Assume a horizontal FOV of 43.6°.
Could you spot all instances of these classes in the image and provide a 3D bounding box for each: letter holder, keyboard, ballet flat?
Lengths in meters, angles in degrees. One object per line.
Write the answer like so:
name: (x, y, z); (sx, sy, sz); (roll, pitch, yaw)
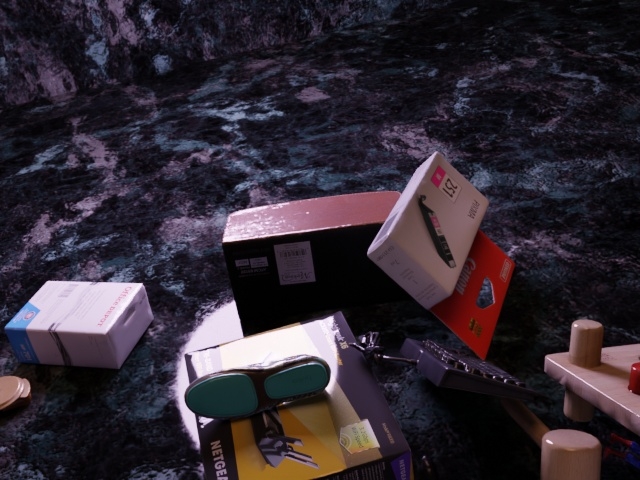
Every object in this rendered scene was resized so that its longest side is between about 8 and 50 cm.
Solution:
letter holder: (0.000, 0.000, 1.389); (0.302, 0.152, 0.214); (-7, 28, 4)
keyboard: (0.143, 0.150, 1.013); (0.202, 0.033, 0.317); (10, -2, -2)
ballet flat: (-0.079, 0.186, 1.029); (0.189, 0.070, 0.070); (-8, 30, -1)

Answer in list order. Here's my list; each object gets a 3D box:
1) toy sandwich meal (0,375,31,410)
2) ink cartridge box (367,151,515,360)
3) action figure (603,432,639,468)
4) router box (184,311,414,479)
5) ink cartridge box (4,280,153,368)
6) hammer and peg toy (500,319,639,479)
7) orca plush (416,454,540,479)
toy sandwich meal: (-0.489, 0.242, 1.235); (0.086, 0.029, 0.085); (-10, 33, 7)
ink cartridge box: (0.213, 0.016, 1.236); (0.060, 0.239, 0.275); (-44, 7, 39)
action figure: (0.396, 0.266, 0.942); (0.115, 0.030, 0.038); (19, 46, 32)
router box: (-0.041, 0.236, 1.064); (0.243, 0.081, 0.309); (-14, 31, -9)
ink cartridge box: (-0.398, 0.137, 1.331); (0.191, 0.082, 0.139); (2, 32, 16)
hammer and peg toy: (0.378, 0.172, 0.902); (0.362, 0.127, 0.266); (-3, 14, -16)
orca plush: (0.239, 0.284, 0.882); (0.287, 0.102, 0.151); (13, 37, 34)
